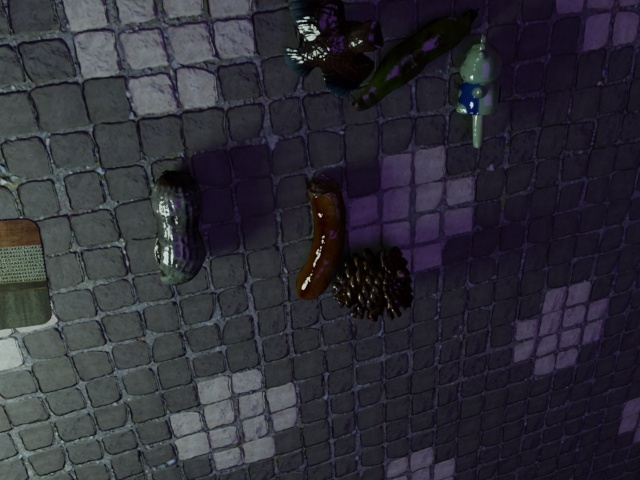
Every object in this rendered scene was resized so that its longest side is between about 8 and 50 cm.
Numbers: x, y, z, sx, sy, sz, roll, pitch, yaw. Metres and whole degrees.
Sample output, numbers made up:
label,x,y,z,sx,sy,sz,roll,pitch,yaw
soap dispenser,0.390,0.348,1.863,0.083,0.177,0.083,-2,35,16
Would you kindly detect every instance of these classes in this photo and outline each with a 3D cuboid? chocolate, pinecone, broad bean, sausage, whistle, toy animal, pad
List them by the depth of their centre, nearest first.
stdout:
label,x,y,z,sx,sy,sz,roll,pitch,yaw
toy animal,0.029,-0.356,1.074,0.116,0.179,0.218,-46,126,-23
pad,-0.558,0.080,1.160,0.323,0.055,0.250,3,116,-2
chocolate,-0.287,-0.022,1.177,0.110,0.110,0.248,-4,118,-18
broad bean,0.195,-0.381,1.186,0.339,0.061,0.077,-36,134,1
whistle,0.343,-0.321,1.253,0.092,0.110,0.244,4,120,14
sausage,0.005,0.001,1.311,0.103,0.076,0.302,1,115,-12
pinecone,0.124,0.105,1.357,0.195,0.150,0.179,-11,83,-2
